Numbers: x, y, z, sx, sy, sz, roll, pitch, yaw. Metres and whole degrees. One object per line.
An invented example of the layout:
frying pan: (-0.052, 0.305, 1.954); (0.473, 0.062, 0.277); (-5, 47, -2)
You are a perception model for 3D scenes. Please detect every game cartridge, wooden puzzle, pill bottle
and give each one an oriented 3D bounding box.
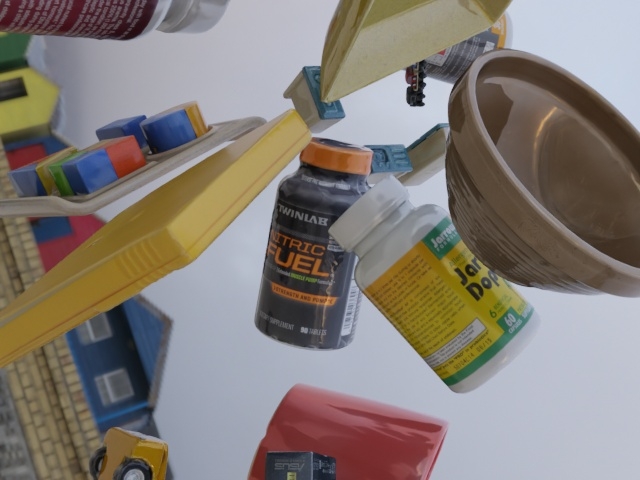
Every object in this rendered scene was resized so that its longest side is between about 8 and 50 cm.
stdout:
game cartridge: (-0.175, -0.005, 0.925); (0.323, 0.285, 0.053); (-24, -73, 36)
wooden puzzle: (-0.296, -0.123, 1.300); (0.322, 0.348, 0.080); (0, -67, 51)
pill bottle: (-0.316, -0.368, 1.129); (0.224, 0.392, 0.224); (8, -80, 49)
pill bottle: (0.000, 0.000, 1.100); (0.130, 0.130, 0.246); (35, -63, 61)
pill bottle: (0.191, -0.377, 1.608); (0.162, 0.278, 0.162); (-169, -90, -67)
pill bottle: (0.108, 0.039, 0.887); (0.208, 0.117, 0.117); (48, -22, 3)

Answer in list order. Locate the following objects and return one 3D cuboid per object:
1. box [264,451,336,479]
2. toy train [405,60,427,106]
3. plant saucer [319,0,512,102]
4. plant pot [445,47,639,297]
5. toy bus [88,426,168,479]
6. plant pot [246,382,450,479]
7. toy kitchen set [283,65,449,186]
box: (-0.022, 0.351, 1.081); (0.233, 0.059, 0.183); (60, 29, -73)
toy train: (0.155, -0.270, 1.470); (0.158, 0.036, 0.027); (82, 4, -61)
plant saucer: (0.149, -0.341, 1.103); (0.081, 0.332, 0.333); (55, -27, 13)
plant pot: (0.186, -0.037, 0.749); (0.110, 0.237, 0.237); (-49, -123, 39)
toy bus: (-0.264, 0.428, 1.195); (0.108, 0.130, 0.333); (-1, -109, 56)
plant pot: (0.036, 0.352, 1.365); (0.243, 0.275, 0.275); (23, -38, 14)
toy kitchen set: (0.080, -0.171, 1.261); (0.122, 0.207, 0.166); (-35, -110, 45)
